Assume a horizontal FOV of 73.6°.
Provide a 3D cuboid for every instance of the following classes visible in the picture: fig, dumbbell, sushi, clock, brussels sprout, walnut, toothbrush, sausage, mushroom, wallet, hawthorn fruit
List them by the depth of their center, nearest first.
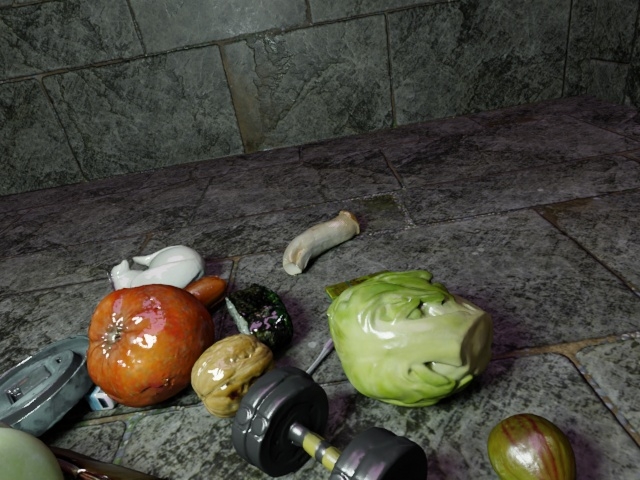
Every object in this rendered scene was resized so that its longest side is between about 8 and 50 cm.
[{"bbox_3d":[0.331,0.372,0.623,0.124,0.124,0.236,-9,40,3],"label":"fig"},{"bbox_3d":[0.007,0.344,0.691,0.388,0.185,0.185,17,38,41],"label":"dumbbell"},{"bbox_3d":[-0.416,0.413,0.777,0.256,0.137,0.031,2,63,23],"label":"wallet"},{"bbox_3d":[0.168,0.186,0.877,0.328,0.247,0.328,-12,27,6],"label":"brussels sprout"},{"bbox_3d":[-0.177,0.281,0.910,0.184,0.155,0.155,-26,31,-35],"label":"walnut"},{"bbox_3d":[-0.653,0.344,0.979,0.313,0.061,0.312,-21,25,10],"label":"clock"},{"bbox_3d":[-0.360,0.227,0.992,0.276,0.275,0.307,8,-1,31],"label":"hawthorn fruit"},{"bbox_3d":[0.029,0.243,1.042,0.029,0.024,0.354,13,36,35],"label":"toothbrush"},{"bbox_3d":[-0.151,0.195,1.088,0.127,0.124,0.225,-22,29,-20],"label":"sushi"},{"bbox_3d":[-0.399,0.203,1.189,0.102,0.102,0.330,18,38,42],"label":"sausage"},{"bbox_3d":[0.000,0.000,1.439,0.123,0.095,0.351,31,48,28],"label":"mushroom"}]

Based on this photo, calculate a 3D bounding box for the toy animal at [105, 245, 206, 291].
[{"bbox_3d":[-0.504,0.114,1.308,0.249,0.174,0.289,18,40,40],"label":"toy animal"}]

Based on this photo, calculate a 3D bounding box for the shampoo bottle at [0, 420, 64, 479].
[{"bbox_3d":[-0.573,0.421,0.605,0.318,0.322,0.322,-16,26,14],"label":"shampoo bottle"}]

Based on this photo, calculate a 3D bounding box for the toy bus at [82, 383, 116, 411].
[{"bbox_3d":[-0.493,0.336,1.011,0.075,0.060,0.123,-3,30,10],"label":"toy bus"}]

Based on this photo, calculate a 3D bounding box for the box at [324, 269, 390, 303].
[{"bbox_3d":[0.118,0.133,1.183,0.193,0.030,0.121,-16,14,-8],"label":"box"}]
